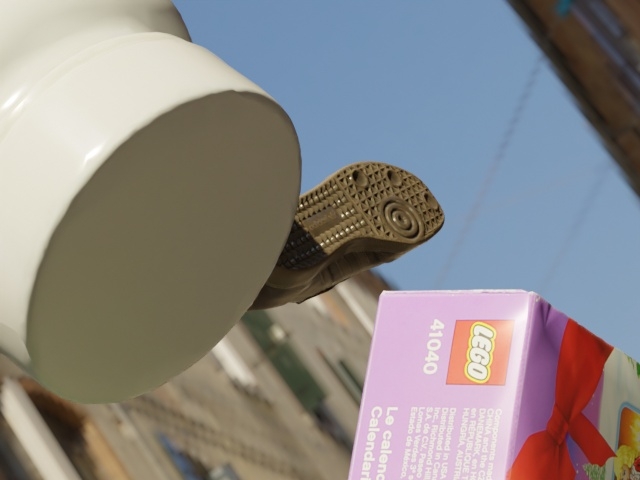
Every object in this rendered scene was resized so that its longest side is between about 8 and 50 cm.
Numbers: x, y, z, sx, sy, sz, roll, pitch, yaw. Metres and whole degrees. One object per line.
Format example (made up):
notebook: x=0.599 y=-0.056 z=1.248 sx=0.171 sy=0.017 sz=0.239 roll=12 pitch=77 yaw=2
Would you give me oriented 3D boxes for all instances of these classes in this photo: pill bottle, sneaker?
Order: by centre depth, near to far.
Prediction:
pill bottle: x=-0.211 y=-0.090 z=1.078 sx=0.224 sy=0.392 sz=0.224 roll=-34 pitch=-37 yaw=-31
sneaker: x=0.000 y=0.000 z=1.233 sx=0.188 sy=0.066 sz=0.071 roll=-16 pitch=-20 yaw=-48

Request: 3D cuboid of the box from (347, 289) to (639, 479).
box: x=0.069 y=0.182 z=0.586 sx=0.057 sy=0.293 sz=0.201 roll=-2 pitch=-21 yaw=36
